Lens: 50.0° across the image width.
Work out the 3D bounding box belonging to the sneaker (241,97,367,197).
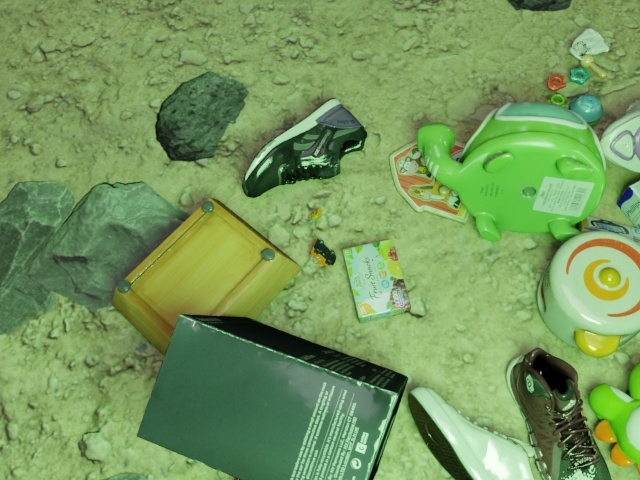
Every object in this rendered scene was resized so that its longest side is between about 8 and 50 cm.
[{"bbox_3d":[-0.026,-0.165,1.382,0.283,0.107,0.124,-41,75,-14],"label":"sneaker"}]

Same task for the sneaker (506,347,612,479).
[{"bbox_3d":[0.392,0.301,1.103,0.106,0.162,0.281,-22,65,-7],"label":"sneaker"}]

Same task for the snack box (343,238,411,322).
[{"bbox_3d":[0.105,0.076,1.294,0.100,0.037,0.141,-13,65,-1],"label":"snack box"}]

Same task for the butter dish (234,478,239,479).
[{"bbox_3d":[-0.091,0.444,1.091,0.159,0.118,0.160,22,69,14],"label":"butter dish"}]

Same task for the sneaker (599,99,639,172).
[{"bbox_3d":[0.628,-0.209,1.328,0.305,0.114,0.152,-17,24,-28],"label":"sneaker"}]

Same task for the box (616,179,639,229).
[{"bbox_3d":[0.667,-0.064,1.306,0.126,0.072,0.137,-27,67,-11],"label":"box"}]

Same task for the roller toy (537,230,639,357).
[{"bbox_3d":[0.487,0.089,1.205,0.209,0.146,0.191,-35,67,-11],"label":"roller toy"}]

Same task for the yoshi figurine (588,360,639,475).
[{"bbox_3d":[0.604,0.298,1.055,0.203,0.204,0.362,-24,39,-32],"label":"yoshi figurine"}]

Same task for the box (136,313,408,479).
[{"bbox_3d":[-0.047,0.246,1.042,0.312,0.343,0.179,19,86,12],"label":"box"}]

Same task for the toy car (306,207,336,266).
[{"bbox_3d":[0.000,0.000,1.348,0.040,0.060,0.122,-35,37,35],"label":"toy car"}]

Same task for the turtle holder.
[{"bbox_3d":[0.362,-0.139,1.292,0.320,0.243,0.228,-12,43,29],"label":"turtle holder"}]

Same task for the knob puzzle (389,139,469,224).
[{"bbox_3d":[0.232,-0.141,1.392,0.213,0.030,0.213,-1,65,3],"label":"knob puzzle"}]

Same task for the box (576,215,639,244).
[{"bbox_3d":[0.554,-0.008,1.288,0.136,0.028,0.081,14,26,11],"label":"box"}]

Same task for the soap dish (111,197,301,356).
[{"bbox_3d":[-0.216,0.076,1.270,0.229,0.118,0.291,38,74,19],"label":"soap dish"}]

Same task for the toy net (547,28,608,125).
[{"bbox_3d":[0.549,-0.355,1.467,0.122,0.045,0.232,10,64,10],"label":"toy net"}]

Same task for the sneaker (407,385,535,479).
[{"bbox_3d":[0.267,0.344,1.135,0.123,0.106,0.290,-34,75,-22],"label":"sneaker"}]
